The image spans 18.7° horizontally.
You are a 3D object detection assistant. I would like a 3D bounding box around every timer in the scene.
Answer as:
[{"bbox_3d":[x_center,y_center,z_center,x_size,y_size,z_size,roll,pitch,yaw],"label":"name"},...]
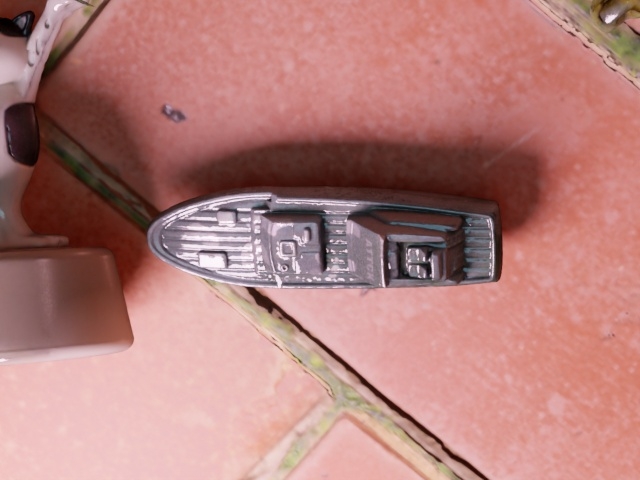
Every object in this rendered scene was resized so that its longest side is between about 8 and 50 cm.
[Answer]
[{"bbox_3d":[-0.233,-0.046,1.416,0.175,0.175,0.266,-4,90,14],"label":"timer"}]

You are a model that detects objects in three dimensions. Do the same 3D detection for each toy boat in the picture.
[{"bbox_3d":[0.000,0.000,1.393,0.260,0.085,0.078,2,111,12],"label":"toy boat"}]

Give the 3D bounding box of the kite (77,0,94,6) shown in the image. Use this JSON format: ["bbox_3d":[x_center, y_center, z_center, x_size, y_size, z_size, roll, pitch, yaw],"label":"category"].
[{"bbox_3d":[-0.265,-0.206,1.319,0.241,0.183,0.014,18,88,-7],"label":"kite"}]

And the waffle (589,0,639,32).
[{"bbox_3d":[0.260,-0.228,1.268,0.204,0.054,0.223,0,108,13],"label":"waffle"}]
